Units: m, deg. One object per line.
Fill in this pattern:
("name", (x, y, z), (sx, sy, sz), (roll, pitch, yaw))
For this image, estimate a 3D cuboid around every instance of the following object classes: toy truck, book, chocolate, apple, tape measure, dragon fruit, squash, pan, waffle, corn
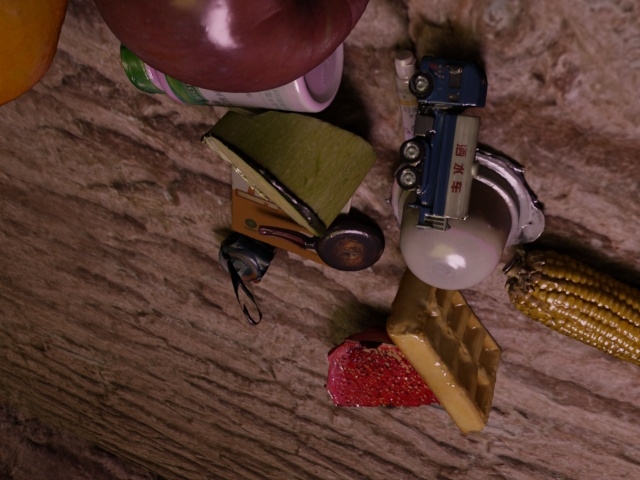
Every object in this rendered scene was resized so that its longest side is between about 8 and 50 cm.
("toy truck", (0.144, -0.112, 0.792), (0.088, 0.074, 0.202), (11, 101, 24))
("book", (-0.050, -0.078, 1.088), (0.207, 0.020, 0.295), (22, 143, 9))
("chocolate", (0.185, -0.006, 0.904), (0.221, 0.147, 0.221), (8, 142, 7))
("apple", (-0.083, -0.287, 0.619), (0.235, 0.306, 0.306), (22, 145, 31))
("tape measure", (-0.150, 0.075, 1.221), (0.104, 0.180, 0.107), (19, 145, -14))
("dragon fruit", (0.127, 0.212, 1.243), (0.274, 0.126, 0.161), (-12, 118, 36))
("squash", (-0.049, -0.114, 0.902), (0.220, 0.133, 0.220), (32, 176, 3))
("pan", (-0.001, 0.002, 1.096), (0.212, 0.040, 0.115), (7, 136, 5))
("waffle", (0.209, 0.170, 1.091), (0.057, 0.168, 0.274), (-16, 124, 36))
("corn", (0.403, 0.105, 0.933), (0.317, 0.115, 0.115), (24, 144, 6))

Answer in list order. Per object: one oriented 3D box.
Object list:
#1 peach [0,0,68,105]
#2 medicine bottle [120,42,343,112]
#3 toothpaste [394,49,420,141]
("peach", (-0.472, -0.324, 0.794), (0.289, 0.373, 0.373), (14, 141, 24))
("medicine bottle", (-0.118, -0.236, 0.853), (0.274, 0.133, 0.133), (10, 140, 26))
("toothpaste", (0.122, -0.160, 0.871), (0.048, 0.031, 0.190), (3, 140, 21))
